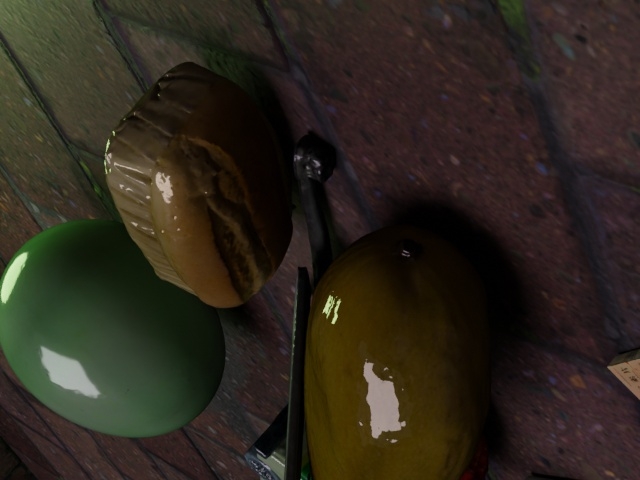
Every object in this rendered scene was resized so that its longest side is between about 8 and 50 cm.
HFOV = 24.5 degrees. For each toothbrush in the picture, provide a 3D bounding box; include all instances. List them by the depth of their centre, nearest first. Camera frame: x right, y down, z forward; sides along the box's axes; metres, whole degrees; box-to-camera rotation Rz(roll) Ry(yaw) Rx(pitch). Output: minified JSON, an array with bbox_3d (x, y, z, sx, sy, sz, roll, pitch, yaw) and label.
[{"bbox_3d":[0.000,0.000,1.305,0.030,0.030,0.297,26,154,17],"label":"toothbrush"}]

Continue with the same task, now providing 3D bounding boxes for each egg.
[{"bbox_3d":[-0.230,0.098,1.628,0.269,0.220,0.220,35,159,-4],"label":"egg"}]

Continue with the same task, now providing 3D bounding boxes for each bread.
[{"bbox_3d":[-0.092,-0.037,1.240,0.106,0.140,0.236,28,157,25],"label":"bread"}]

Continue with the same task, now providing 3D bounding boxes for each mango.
[{"bbox_3d":[0.053,0.121,1.211,0.332,0.142,0.195,105,155,-48],"label":"mango"}]

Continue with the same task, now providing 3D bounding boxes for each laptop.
[{"bbox_3d":[-0.022,0.168,1.350,0.015,0.269,0.187,3,171,0],"label":"laptop"}]

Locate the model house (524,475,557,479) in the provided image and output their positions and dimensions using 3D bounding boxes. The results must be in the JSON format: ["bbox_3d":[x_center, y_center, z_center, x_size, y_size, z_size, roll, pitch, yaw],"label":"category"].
[{"bbox_3d":[0.213,0.314,1.373,0.127,0.149,0.100,47,162,-16],"label":"model house"}]

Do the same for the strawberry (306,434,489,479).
[{"bbox_3d":[0.084,0.223,1.405,0.201,0.186,0.184,-41,61,39],"label":"strawberry"}]

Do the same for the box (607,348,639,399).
[{"bbox_3d":[0.262,0.117,1.092,0.093,0.015,0.058,45,157,-5],"label":"box"}]

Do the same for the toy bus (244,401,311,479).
[{"bbox_3d":[0.018,0.270,1.644,0.164,0.134,0.276,36,158,18],"label":"toy bus"}]
